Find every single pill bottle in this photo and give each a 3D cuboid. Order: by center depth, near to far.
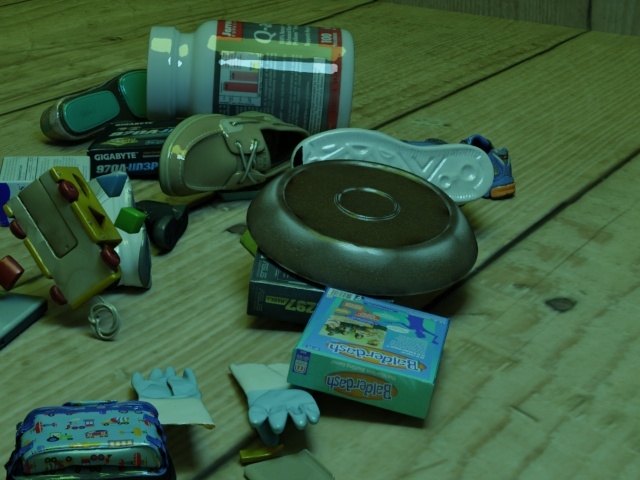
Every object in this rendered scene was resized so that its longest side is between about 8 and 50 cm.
[{"bbox_3d":[-0.127,-0.290,2.469,0.362,0.210,0.210,3,20,-5],"label":"pill bottle"}]

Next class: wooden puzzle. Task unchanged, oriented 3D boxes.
[{"bbox_3d":[-0.032,0.236,1.371,0.078,0.014,0.116,-11,23,-20],"label":"wooden puzzle"}]

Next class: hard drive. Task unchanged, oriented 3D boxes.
[{"bbox_3d":[-0.411,0.098,1.693,0.094,0.022,0.135,7,21,14],"label":"hard drive"}]

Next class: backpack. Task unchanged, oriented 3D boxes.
[{"bbox_3d":[-0.216,0.208,1.285,0.158,0.117,0.173,0,18,-7],"label":"backpack"}]

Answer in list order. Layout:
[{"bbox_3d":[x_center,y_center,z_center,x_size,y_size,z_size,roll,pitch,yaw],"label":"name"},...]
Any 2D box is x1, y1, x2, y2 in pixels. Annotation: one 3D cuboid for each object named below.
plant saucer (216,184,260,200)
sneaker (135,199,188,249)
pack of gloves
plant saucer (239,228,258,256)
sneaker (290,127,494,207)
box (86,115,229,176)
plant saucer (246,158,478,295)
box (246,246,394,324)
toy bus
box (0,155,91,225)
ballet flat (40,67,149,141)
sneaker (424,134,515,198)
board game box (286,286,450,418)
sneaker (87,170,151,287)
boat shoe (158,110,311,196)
[{"bbox_3d":[-0.157,-0.102,2.261,0.067,0.018,0.192,-5,22,-18],"label":"plant saucer"},{"bbox_3d":[-0.248,-0.027,2.009,0.089,0.051,0.170,5,16,8],"label":"sneaker"},{"bbox_3d":[-0.107,0.184,1.483,0.195,0.046,0.232,-1,10,-9],"label":"pack of gloves"},{"bbox_3d":[0.000,0.000,1.959,0.188,0.045,0.188,-7,22,-21],"label":"plant saucer"},{"bbox_3d":[0.083,-0.097,2.090,0.322,0.130,0.236,0,-1,-17],"label":"sneaker"},{"bbox_3d":[-0.271,-0.161,2.329,0.220,0.051,0.175,-3,20,6],"label":"box"},{"bbox_3d":[0.059,-0.031,1.799,0.310,0.050,0.311,7,29,-4],"label":"plant saucer"},{"bbox_3d":[0.008,0.028,1.792,0.183,0.059,0.233,7,31,0],"label":"box"},{"bbox_3d":[-0.304,0.004,1.730,0.191,0.202,0.104,13,7,17],"label":"toy bus"},{"bbox_3d":[-0.420,-0.077,2.092,0.137,0.072,0.126,-1,21,-9],"label":"box"},{"bbox_3d":[-0.391,-0.249,2.529,0.106,0.108,0.316,-17,1,43],"label":"ballet flat"},{"bbox_3d":[0.252,-0.141,2.299,0.083,0.087,0.221,-12,25,-34],"label":"sneaker"},{"bbox_3d":[0.060,0.125,1.578,0.160,0.047,0.210,15,18,7],"label":"board game box"},{"bbox_3d":[-0.315,-0.019,1.904,0.129,0.111,0.297,-8,22,-12],"label":"sneaker"},{"bbox_3d":[-0.131,-0.143,2.172,0.110,0.122,0.341,12,21,27],"label":"boat shoe"}]
